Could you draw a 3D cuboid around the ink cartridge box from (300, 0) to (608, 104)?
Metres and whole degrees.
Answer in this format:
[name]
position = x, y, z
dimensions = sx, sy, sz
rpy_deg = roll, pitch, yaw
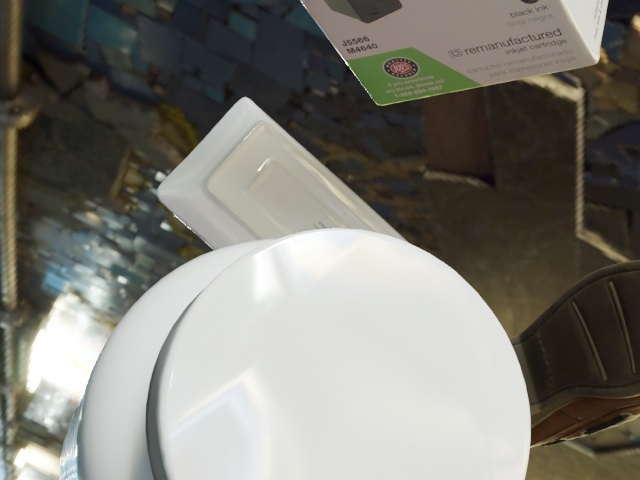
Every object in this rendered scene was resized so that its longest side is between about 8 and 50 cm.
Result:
[ink cartridge box]
position = 0.071, -0.239, 0.793
dimensions = 0.198, 0.273, 0.114
rpy_deg = -6, 53, 35

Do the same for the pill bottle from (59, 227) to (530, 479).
[pill bottle]
position = -0.038, 0.131, 0.660
dimensions = 0.229, 0.229, 0.407
rpy_deg = -66, 7, -21

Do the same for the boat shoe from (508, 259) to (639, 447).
[boat shoe]
position = 0.245, 0.103, 0.929
dimensions = 0.307, 0.105, 0.110
rpy_deg = -33, 52, 46

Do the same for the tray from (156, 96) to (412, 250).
[tray]
position = 0.000, 0.000, 0.941
dimensions = 0.145, 0.270, 0.030
rpy_deg = -53, 8, -33
